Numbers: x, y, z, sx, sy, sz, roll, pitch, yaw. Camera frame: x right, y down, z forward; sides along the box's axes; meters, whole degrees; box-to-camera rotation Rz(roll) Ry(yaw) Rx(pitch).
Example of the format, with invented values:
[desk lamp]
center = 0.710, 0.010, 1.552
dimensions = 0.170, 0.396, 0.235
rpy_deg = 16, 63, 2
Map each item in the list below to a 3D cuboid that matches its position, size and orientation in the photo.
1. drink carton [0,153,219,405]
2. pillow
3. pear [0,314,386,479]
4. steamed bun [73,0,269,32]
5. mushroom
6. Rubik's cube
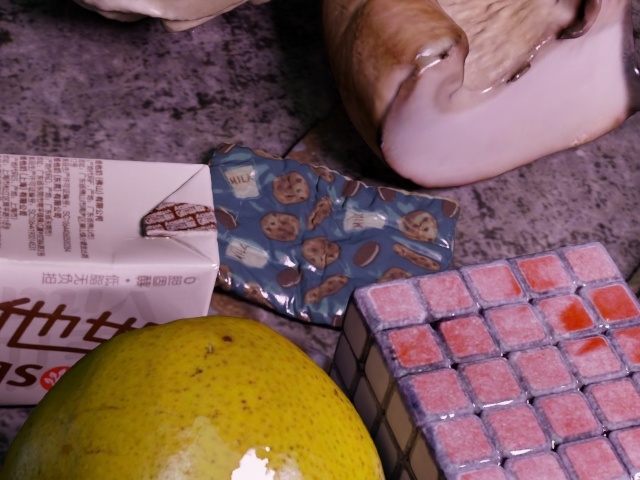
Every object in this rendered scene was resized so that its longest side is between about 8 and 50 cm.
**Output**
[drink carton]
center = -0.259, 0.036, 1.559
dimensions = 0.325, 0.194, 0.132
rpy_deg = 2, 49, -13
[pillow]
center = -0.002, 0.001, 1.770
dimensions = 0.256, 0.034, 0.189
rpy_deg = 16, 48, 0
[pear]
center = -0.094, 0.197, 1.398
dimensions = 0.294, 0.294, 0.294
rpy_deg = 7, 46, -7
[steamed bun]
center = -0.108, -0.364, 1.894
dimensions = 0.247, 0.352, 0.339
rpy_deg = 22, 44, -38
[mushroom]
center = 0.106, -0.247, 1.932
dimensions = 0.314, 0.224, 0.397
rpy_deg = -26, 49, -15
[Rubik's cube]
center = 0.147, 0.172, 1.505
dimensions = 0.237, 0.237, 0.238
rpy_deg = -9, 51, -20
